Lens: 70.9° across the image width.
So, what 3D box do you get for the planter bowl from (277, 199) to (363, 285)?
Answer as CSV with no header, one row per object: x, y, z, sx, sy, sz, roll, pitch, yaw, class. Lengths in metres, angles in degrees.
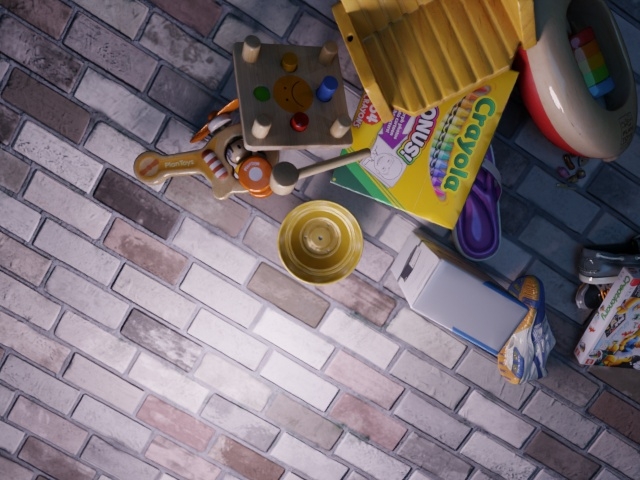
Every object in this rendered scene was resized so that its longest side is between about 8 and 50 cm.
0.000,0.000,1.160,0.216,0.090,0.218,0,100,1,planter bowl

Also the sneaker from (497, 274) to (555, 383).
0.563,0.235,1.209,0.130,0.112,0.297,1,102,-18,sneaker

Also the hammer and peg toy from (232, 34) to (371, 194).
-0.048,-0.276,1.019,0.265,0.127,0.362,-6,79,-19,hammer and peg toy

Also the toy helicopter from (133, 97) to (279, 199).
-0.278,-0.211,1.099,0.354,0.140,0.235,-8,90,-2,toy helicopter

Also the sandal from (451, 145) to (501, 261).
0.379,-0.145,1.128,0.169,0.102,0.417,-20,99,3,sandal

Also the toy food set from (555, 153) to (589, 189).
0.654,-0.194,1.161,0.077,0.019,0.122,10,100,-2,toy food set

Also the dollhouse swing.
0.196,-0.467,0.853,0.346,0.305,0.316,-23,79,17,dollhouse swing

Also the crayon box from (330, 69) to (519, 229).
0.236,-0.250,1.059,0.312,0.106,0.363,23,99,17,crayon box

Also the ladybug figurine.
0.567,-0.381,1.029,0.305,0.161,0.450,-28,98,-28,ladybug figurine

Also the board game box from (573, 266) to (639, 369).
0.814,0.208,1.158,0.192,0.053,0.306,5,124,-1,board game box

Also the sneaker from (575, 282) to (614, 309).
0.785,0.129,1.187,0.214,0.083,0.084,-23,101,5,sneaker

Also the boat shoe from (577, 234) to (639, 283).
0.831,0.033,1.155,0.319,0.116,0.099,-12,102,8,boat shoe

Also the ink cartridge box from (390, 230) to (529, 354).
0.309,0.108,1.070,0.223,0.307,0.129,28,101,-5,ink cartridge box
